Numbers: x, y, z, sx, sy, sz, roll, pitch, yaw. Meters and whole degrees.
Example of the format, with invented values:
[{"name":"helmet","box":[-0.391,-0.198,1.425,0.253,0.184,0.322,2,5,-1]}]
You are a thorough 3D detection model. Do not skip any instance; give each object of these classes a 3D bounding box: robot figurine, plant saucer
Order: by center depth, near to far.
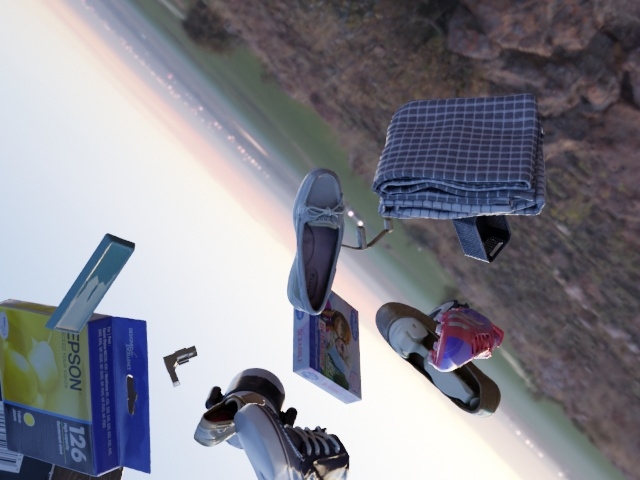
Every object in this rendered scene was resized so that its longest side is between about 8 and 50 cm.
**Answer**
[{"name":"plant saucer","box":[-0.380,0.077,1.249,0.018,0.192,0.067,40,-172,36]},{"name":"robot figurine","box":[-0.190,0.461,2.070,0.278,0.209,0.173,-70,-43,-75]}]

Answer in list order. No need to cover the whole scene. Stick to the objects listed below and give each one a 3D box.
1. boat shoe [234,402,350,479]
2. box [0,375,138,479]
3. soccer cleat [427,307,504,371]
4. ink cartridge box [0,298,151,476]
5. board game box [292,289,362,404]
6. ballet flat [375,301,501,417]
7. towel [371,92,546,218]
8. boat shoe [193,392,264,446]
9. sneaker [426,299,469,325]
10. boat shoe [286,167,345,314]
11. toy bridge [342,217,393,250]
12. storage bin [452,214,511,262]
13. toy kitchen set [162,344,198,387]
[{"name":"boat shoe","box":[-0.041,0.365,1.331,0.127,0.158,0.340,40,152,36]},{"name":"box","box":[-0.750,0.571,2.086,0.297,0.480,0.472,6,163,11]},{"name":"soccer cleat","box":[0.221,0.147,1.117,0.095,0.083,0.248,15,-174,15]},{"name":"ink cartridge box","box":[-0.460,0.275,1.386,0.307,0.303,0.072,6,-167,25]},{"name":"board game box","box":[0.024,0.304,2.314,0.318,0.066,0.318,41,-141,-47]},{"name":"ballet flat","box":[0.238,0.254,1.617,0.342,0.116,0.124,44,-164,21]},{"name":"towel","box":[0.249,-0.149,1.313,0.235,0.284,0.121,-71,-26,-44]},{"name":"boat shoe","box":[-0.156,0.311,1.352,0.063,0.059,0.170,27,-153,25]},{"name":"sneaker","box":[0.356,0.216,1.973,0.094,0.153,0.235,56,161,-11]},{"name":"boat shoe","box":[-0.003,0.001,1.634,0.118,0.320,0.103,11,180,-21]},{"name":"toy bridge","box":[0.108,-0.006,1.981,0.026,0.188,0.063,28,131,59]},{"name":"storage bin","box":[0.453,-0.041,2.109,0.084,0.122,0.180,20,148,44]},{"name":"toy kitchen set","box":[-0.335,0.315,1.846,0.068,0.083,0.075,99,147,-60]}]
